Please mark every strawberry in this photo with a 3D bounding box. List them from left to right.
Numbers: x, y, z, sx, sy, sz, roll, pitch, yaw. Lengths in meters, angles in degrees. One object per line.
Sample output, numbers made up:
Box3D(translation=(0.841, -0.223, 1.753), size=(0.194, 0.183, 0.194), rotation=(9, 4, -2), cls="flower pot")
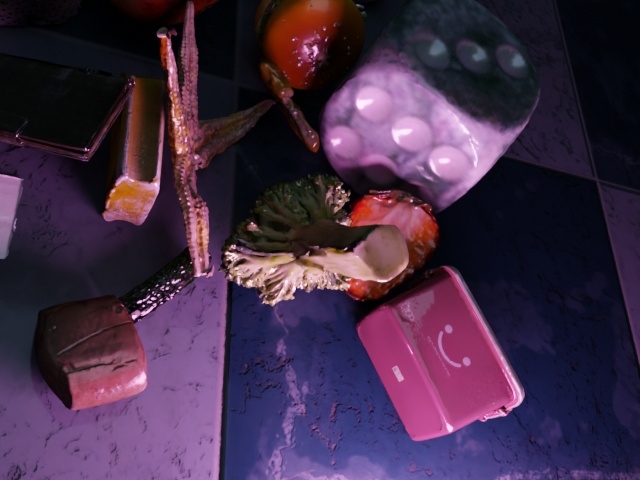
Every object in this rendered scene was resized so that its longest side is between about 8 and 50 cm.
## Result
Box3D(translation=(0.122, 0.015, 1.342), size=(0.190, 0.111, 0.237), rotation=(28, 83, 6), cls="strawberry")

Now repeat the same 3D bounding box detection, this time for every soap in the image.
Box3D(translation=(-0.321, -0.175, 1.178), size=(0.080, 0.160, 0.258), rotation=(10, 61, -24), cls="soap")

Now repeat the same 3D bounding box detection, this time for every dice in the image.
Box3D(translation=(0.214, -0.276, 1.399), size=(0.328, 0.330, 0.348), rotation=(39, 56, -5), cls="dice")

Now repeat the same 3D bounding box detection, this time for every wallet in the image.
Box3D(translation=(-0.477, -0.228, 1.112), size=(0.316, 0.044, 0.169), rotation=(13, 60, 13), cls="wallet")

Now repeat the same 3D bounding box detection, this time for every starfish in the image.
Box3D(translation=(-0.202, -0.199, 1.189), size=(0.132, 0.384, 0.398), rotation=(3, 29, 15), cls="starfish")

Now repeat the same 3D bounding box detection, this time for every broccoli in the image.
Box3D(translation=(0.018, -0.001, 1.138), size=(0.252, 0.361, 0.221), rotation=(-17, 101, -47), cls="broccoli")

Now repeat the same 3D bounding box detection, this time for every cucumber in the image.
Box3D(translation=(-0.264, 0.075, 1.144), size=(0.058, 0.058, 0.187), rotation=(48, 55, 2), cls="cucumber")

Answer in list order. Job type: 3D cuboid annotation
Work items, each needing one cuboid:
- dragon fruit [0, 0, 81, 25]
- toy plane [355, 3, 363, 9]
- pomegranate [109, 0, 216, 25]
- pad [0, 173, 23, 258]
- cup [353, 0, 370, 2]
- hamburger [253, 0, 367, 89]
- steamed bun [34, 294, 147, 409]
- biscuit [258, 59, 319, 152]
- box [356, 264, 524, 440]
Box3D(translation=(-0.544, -0.532, 1.223), size=(0.282, 0.204, 0.221), rotation=(-18, 75, -32), cls="dragon fruit")
Box3D(translation=(-0.020, -0.540, 1.522), size=(0.252, 0.118, 0.252), rotation=(-15, 110, -46), cls="toy plane")
Box3D(translation=(-0.315, -0.570, 1.298), size=(0.323, 0.291, 0.290), rotation=(48, 54, 5), cls="pomegranate")
Box3D(translation=(-0.600, -0.056, 1.070), size=(0.231, 0.004, 0.157), rotation=(10, 61, -22), cls="pad")
Box3D(translation=(0.085, -0.789, 1.646), size=(0.253, 0.253, 0.372), rotation=(4, 62, -25), cls="cup")
Box3D(translation=(-0.012, -0.418, 1.403), size=(0.245, 0.246, 0.170), rotation=(2, 41, -26), cls="hamburger")
Box3D(translation=(-0.349, 0.171, 1.027), size=(0.144, 0.106, 0.175), rotation=(-15, 59, -27), cls="steamed bun")
Box3D(translation=(-0.062, -0.269, 1.362), size=(0.039, 0.183, 0.174), rotation=(-33, 80, 0), cls="biscuit")
Box3D(translation=(0.204, 0.213, 1.238), size=(0.167, 0.193, 0.294), rotation=(-21, 77, -25), cls="box")
